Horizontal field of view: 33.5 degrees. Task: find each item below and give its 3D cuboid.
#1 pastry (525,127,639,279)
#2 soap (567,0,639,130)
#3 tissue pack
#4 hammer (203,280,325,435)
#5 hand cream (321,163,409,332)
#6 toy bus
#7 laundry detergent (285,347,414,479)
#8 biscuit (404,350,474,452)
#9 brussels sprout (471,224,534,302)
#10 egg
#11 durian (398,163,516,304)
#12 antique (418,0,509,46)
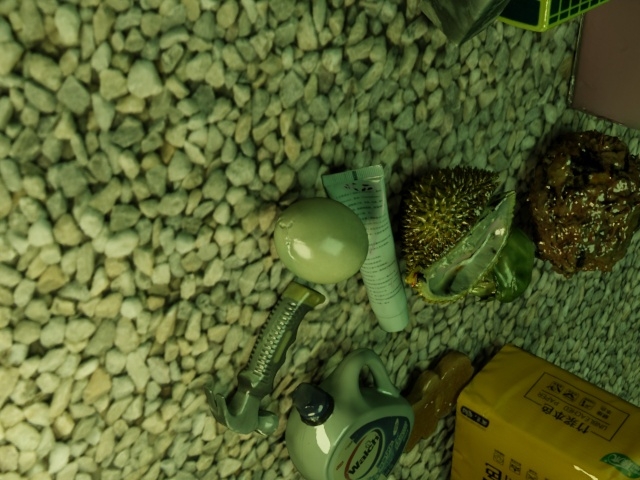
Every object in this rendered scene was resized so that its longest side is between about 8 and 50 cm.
[{"bbox_3d":[0.487,-0.062,1.894,0.275,0.192,0.275,-25,122,-50],"label":"pastry"},{"bbox_3d":[0.530,-0.331,1.809,0.081,0.181,0.260,-23,126,-42],"label":"soap"},{"bbox_3d":[0.449,0.412,1.963,0.228,0.381,0.293,-40,143,-36],"label":"tissue pack"},{"bbox_3d":[-0.072,0.163,1.481,0.158,0.041,0.227,30,87,-55],"label":"hammer"},{"bbox_3d":[0.079,0.019,1.559,0.331,0.085,0.058,70,16,-47],"label":"hand cream"},{"bbox_3d":[0.371,-0.416,1.608,0.262,0.128,0.150,-28,131,-37],"label":"toy bus"},{"bbox_3d":[0.037,0.272,1.625,0.215,0.105,0.280,-55,142,-16],"label":"laundry detergent"},{"bbox_3d":[0.199,0.275,1.884,0.225,0.036,0.166,-41,141,-32],"label":"biscuit"},{"bbox_3d":[0.321,0.036,1.848,0.181,0.100,0.139,-18,111,-41],"label":"brussels sprout"},{"bbox_3d":[0.000,0.000,1.411,0.152,0.114,0.114,18,97,-52],"label":"egg"},{"bbox_3d":[0.177,-0.010,1.602,0.237,0.137,0.194,-33,137,-39],"label":"durian"},{"bbox_3d":[0.212,-0.349,1.429,0.088,0.086,0.183,-36,170,-30],"label":"antique"}]
